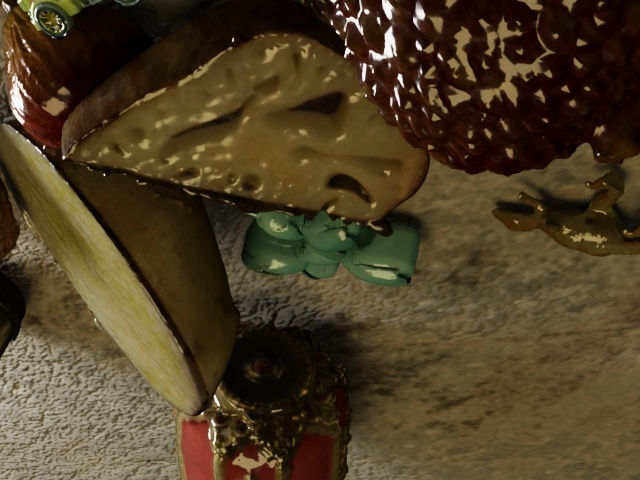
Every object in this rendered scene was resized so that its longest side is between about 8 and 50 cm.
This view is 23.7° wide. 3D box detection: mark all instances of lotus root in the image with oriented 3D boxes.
[{"bbox_3d":[-0.040,-0.096,1.125,0.261,0.074,0.170,16,127,-20],"label":"lotus root"}]

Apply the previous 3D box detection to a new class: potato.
[{"bbox_3d":[-0.156,0.004,1.314,0.299,0.116,0.239,54,155,4],"label":"potato"}]

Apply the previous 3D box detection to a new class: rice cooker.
[{"bbox_3d":[-0.373,0.086,1.592,0.112,0.106,0.165,30,156,-7],"label":"rice cooker"}]

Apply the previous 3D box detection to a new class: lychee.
[{"bbox_3d":[0.113,-0.166,0.881,0.236,0.236,0.271,-19,104,44],"label":"lychee"}]

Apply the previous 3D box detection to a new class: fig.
[{"bbox_3d":[-0.206,-0.134,1.195,0.153,0.119,0.119,21,151,34],"label":"fig"}]

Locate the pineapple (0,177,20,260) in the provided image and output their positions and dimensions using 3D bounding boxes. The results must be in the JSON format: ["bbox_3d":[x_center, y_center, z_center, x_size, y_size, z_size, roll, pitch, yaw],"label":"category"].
[{"bbox_3d":[-0.337,-0.082,1.304,0.119,0.111,0.237,-1,117,34],"label":"pineapple"}]

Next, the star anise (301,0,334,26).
[{"bbox_3d":[-0.024,-0.204,0.987,0.212,0.053,0.157,46,-177,-31],"label":"star anise"}]

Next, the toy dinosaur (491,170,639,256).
[{"bbox_3d":[0.229,-0.001,1.211,0.162,0.039,0.126,29,156,-20],"label":"toy dinosaur"}]

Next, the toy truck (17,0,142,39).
[{"bbox_3d":[-0.160,-0.218,1.079,0.169,0.077,0.100,-15,122,42],"label":"toy truck"}]

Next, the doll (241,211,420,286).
[{"bbox_3d":[0.000,0.000,1.296,0.159,0.059,0.159,3,161,29],"label":"doll"}]

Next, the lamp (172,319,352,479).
[{"bbox_3d":[-0.057,0.197,1.511,0.177,0.177,0.274,16,145,8],"label":"lamp"}]
